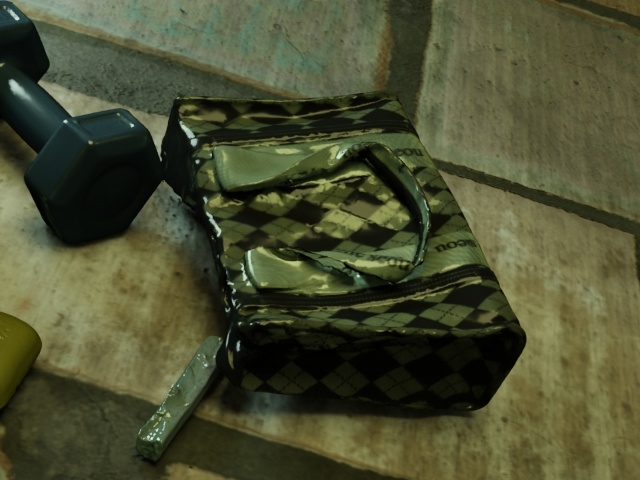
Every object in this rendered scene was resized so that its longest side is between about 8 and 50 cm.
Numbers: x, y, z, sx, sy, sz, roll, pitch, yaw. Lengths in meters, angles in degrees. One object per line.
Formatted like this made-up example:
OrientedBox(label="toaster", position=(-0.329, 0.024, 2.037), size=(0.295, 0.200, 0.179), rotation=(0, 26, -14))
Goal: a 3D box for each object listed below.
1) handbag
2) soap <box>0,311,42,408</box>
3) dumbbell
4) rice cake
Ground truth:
OrientedBox(label="handbag", position=(0.000, 0.000, 1.606), size=(0.317, 0.180, 0.416), rotation=(0, 41, -24))
OrientedBox(label="soap", position=(-0.322, 0.113, 1.403), size=(0.089, 0.045, 0.140), rotation=(18, 34, 3))
OrientedBox(label="dumbbell", position=(-0.322, -0.141, 1.670), size=(0.144, 0.156, 0.316), rotation=(-37, 59, -17))
OrientedBox(label="rice cake", position=(-0.132, 0.151, 1.447), size=(0.030, 0.042, 0.180), rotation=(22, 33, 8))
